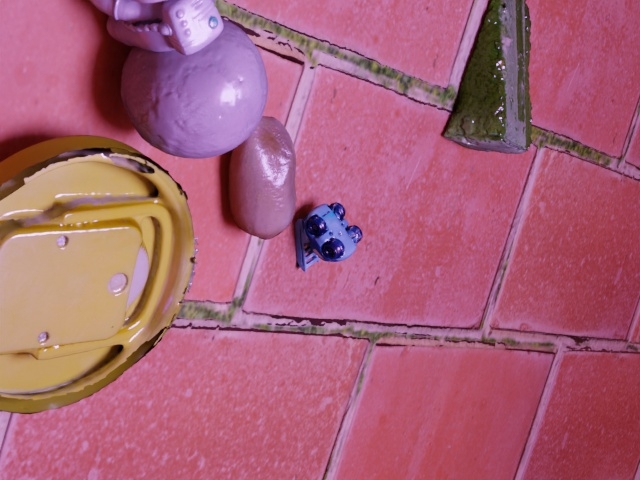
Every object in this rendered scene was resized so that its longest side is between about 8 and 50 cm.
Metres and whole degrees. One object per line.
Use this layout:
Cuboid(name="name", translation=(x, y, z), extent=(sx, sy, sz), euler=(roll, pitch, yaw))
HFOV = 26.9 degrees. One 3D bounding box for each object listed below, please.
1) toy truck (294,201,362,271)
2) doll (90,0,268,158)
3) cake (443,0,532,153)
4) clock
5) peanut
Cuboid(name="toy truck", translation=(0.000, 0.000, 1.631), extent=(0.056, 0.090, 0.073), euler=(-35, 90, -40))
Cuboid(name="doll", translation=(-0.139, -0.207, 1.237), extent=(0.151, 0.151, 0.287), euler=(-48, 142, -29))
Cuboid(name="cake", translation=(0.235, -0.237, 1.870), extent=(0.100, 0.099, 0.235), euler=(17, 72, -56))
Cuboid(name="clock", translation=(-0.253, 0.029, 1.266), extent=(0.293, 0.071, 0.277), euler=(4, 113, -45))
Cuboid(name="peanut", translation=(-0.065, -0.068, 1.490), extent=(0.076, 0.076, 0.152), euler=(-32, 134, -43))
